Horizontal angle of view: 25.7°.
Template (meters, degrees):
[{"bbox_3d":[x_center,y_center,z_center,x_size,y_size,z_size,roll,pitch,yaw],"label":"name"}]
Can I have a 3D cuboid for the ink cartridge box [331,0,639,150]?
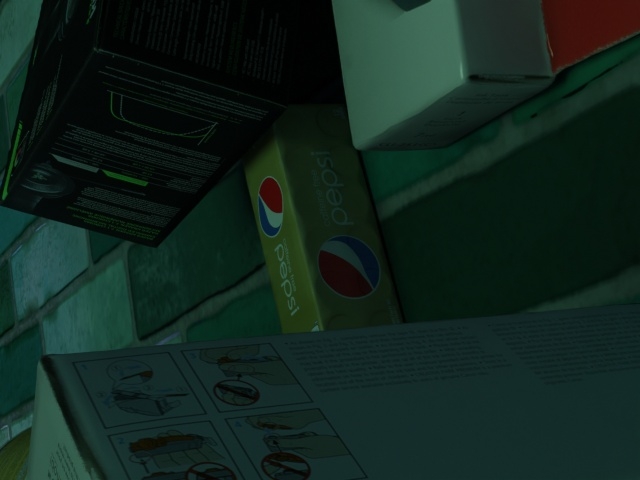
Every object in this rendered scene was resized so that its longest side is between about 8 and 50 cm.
[{"bbox_3d":[0.079,-0.223,0.751,0.261,0.066,0.296,-27,69,62],"label":"ink cartridge box"}]

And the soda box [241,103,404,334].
[{"bbox_3d":[0.000,0.000,0.933,0.058,0.061,0.181,-45,53,56],"label":"soda box"}]

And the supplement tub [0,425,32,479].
[{"bbox_3d":[-0.119,0.221,0.996,0.331,0.241,0.241,-30,66,61],"label":"supplement tub"}]

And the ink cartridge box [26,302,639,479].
[{"bbox_3d":[0.028,0.181,0.620,0.130,0.309,0.272,49,135,50],"label":"ink cartridge box"}]

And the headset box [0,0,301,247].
[{"bbox_3d":[-0.121,-0.158,1.010,0.283,0.131,0.246,141,140,-59],"label":"headset box"}]
